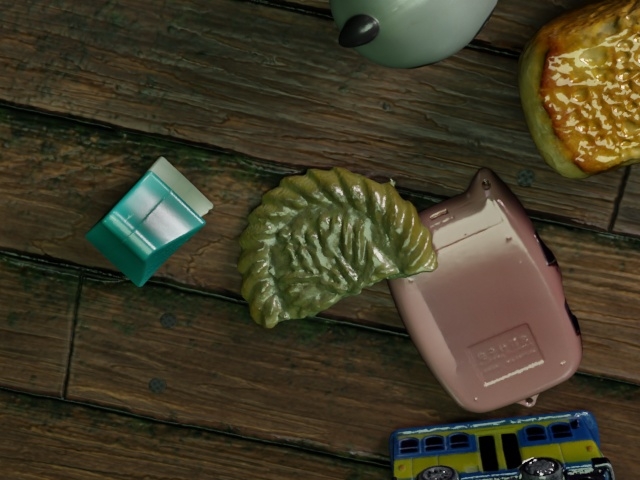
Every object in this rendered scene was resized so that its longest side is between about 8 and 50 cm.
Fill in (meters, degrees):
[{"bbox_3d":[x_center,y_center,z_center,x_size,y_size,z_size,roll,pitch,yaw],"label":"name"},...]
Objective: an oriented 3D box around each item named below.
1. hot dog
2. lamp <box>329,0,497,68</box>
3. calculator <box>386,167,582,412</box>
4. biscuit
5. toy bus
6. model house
[{"bbox_3d":[0.433,-0.220,1.409,0.405,0.223,0.185,-17,106,19],"label":"hot dog"},{"bbox_3d":[0.107,-0.292,1.392,0.198,0.244,0.197,2,105,6],"label":"lamp"},{"bbox_3d":[0.215,0.083,1.613,0.220,0.048,0.329,-25,105,10],"label":"calculator"},{"bbox_3d":[0.000,0.000,1.584,0.274,0.036,0.187,-24,94,21],"label":"biscuit"},{"bbox_3d":[0.239,0.331,1.628,0.288,0.175,0.138,-7,107,5],"label":"toy bus"},{"bbox_3d":[-0.219,-0.020,1.552,0.100,0.149,0.127,44,107,-8],"label":"model house"}]
